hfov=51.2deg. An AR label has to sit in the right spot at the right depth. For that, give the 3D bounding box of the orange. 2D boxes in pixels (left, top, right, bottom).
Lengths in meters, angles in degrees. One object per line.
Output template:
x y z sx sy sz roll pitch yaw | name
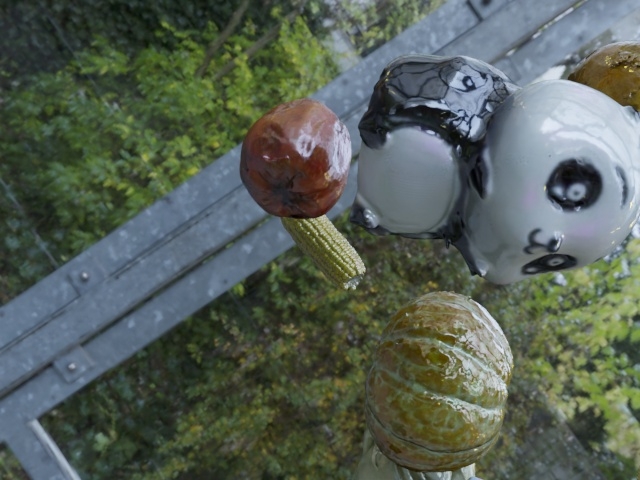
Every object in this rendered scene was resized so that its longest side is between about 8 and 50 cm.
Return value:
0.213 0.253 1.201 0.249 0.329 0.329 15 -5 8 | orange

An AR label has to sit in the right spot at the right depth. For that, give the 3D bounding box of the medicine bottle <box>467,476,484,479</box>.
0.276 0.538 1.202 0.094 0.188 0.119 19 28 23 | medicine bottle

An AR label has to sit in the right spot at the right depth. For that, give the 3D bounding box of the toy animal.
0.208 -0.087 0.768 0.310 0.251 0.251 19 -9 15 | toy animal

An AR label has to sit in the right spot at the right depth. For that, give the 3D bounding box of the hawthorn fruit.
-0.039 -0.122 0.980 0.173 0.173 0.179 52 36 -72 | hawthorn fruit

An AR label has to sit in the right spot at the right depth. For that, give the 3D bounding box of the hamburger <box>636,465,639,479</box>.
0.623 0.392 1.102 0.173 0.210 0.116 41 -10 10 | hamburger

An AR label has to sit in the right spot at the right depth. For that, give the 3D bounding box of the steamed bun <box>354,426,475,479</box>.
0.225 0.486 1.419 0.289 0.203 0.276 -19 90 -49 | steamed bun

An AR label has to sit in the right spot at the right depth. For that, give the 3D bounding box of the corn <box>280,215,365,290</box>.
0.000 0.000 1.254 0.238 0.080 0.080 49 -3 32 | corn

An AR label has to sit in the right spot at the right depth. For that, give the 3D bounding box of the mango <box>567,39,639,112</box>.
0.415 -0.174 0.888 0.248 0.151 0.156 -102 170 -56 | mango
